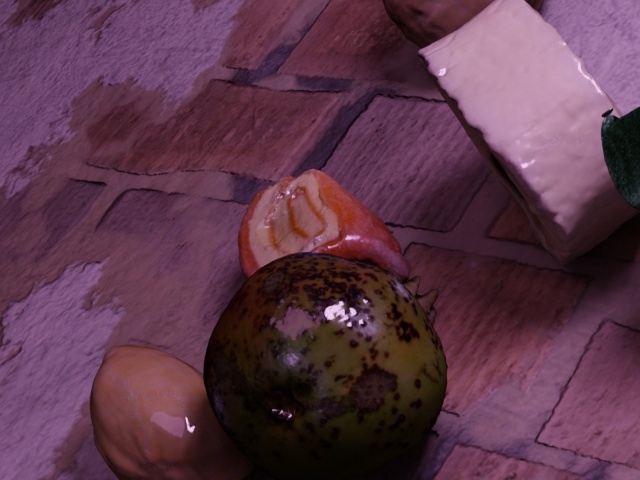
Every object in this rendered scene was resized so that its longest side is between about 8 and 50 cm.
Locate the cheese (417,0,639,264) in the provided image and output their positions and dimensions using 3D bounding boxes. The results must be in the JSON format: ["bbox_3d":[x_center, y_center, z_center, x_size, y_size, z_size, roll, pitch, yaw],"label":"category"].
[{"bbox_3d":[0.269,-0.128,1.752,0.153,0.292,0.332,-34,49,6],"label":"cheese"}]

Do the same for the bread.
[{"bbox_3d":[-0.010,0.007,1.966,0.190,0.123,0.244,-37,36,3],"label":"bread"}]

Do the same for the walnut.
[{"bbox_3d":[0.213,-0.391,2.111,0.273,0.273,0.227,-37,71,1],"label":"walnut"}]

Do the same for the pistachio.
[{"bbox_3d":[-0.190,0.235,1.843,0.182,0.162,0.293,-23,30,-25],"label":"pistachio"}]

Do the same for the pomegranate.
[{"bbox_3d":[0.027,0.129,1.730,0.285,0.285,0.341,-10,14,32],"label":"pomegranate"}]

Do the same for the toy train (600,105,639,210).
[{"bbox_3d":[0.441,-0.093,1.562,0.178,0.330,0.138,-32,58,32],"label":"toy train"}]
